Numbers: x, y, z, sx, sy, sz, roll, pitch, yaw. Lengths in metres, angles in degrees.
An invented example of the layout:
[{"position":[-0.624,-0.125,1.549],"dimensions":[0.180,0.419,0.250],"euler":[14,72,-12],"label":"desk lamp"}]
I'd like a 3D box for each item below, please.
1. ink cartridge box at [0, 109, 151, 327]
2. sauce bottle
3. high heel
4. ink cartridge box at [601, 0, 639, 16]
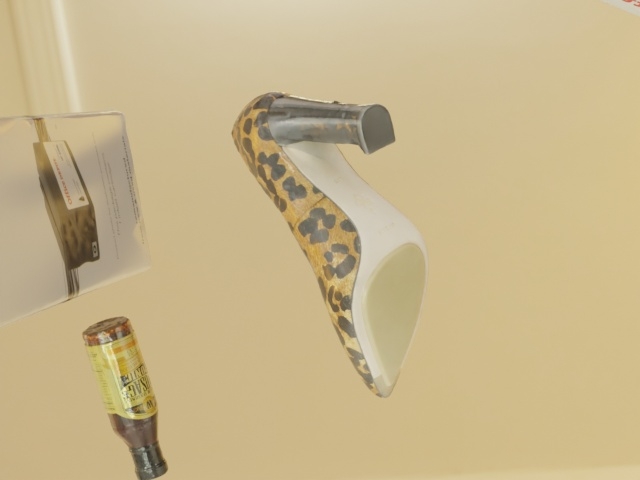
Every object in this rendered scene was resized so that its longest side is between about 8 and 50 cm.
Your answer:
[{"position":[-0.267,-0.003,1.020],"dimensions":[0.223,0.129,0.307],"euler":[-10,-177,12],"label":"ink cartridge box"},{"position":[-0.148,0.124,1.206],"dimensions":[0.042,0.128,0.042],"euler":[-17,-168,4],"label":"sauce bottle"},{"position":[0.000,0.000,1.349],"dimensions":[0.093,0.261,0.186],"euler":[-17,-163,-39],"label":"high heel"},{"position":[0.290,-0.324,1.320],"dimensions":[0.211,0.122,0.289],"euler":[21,156,-7],"label":"ink cartridge box"}]
